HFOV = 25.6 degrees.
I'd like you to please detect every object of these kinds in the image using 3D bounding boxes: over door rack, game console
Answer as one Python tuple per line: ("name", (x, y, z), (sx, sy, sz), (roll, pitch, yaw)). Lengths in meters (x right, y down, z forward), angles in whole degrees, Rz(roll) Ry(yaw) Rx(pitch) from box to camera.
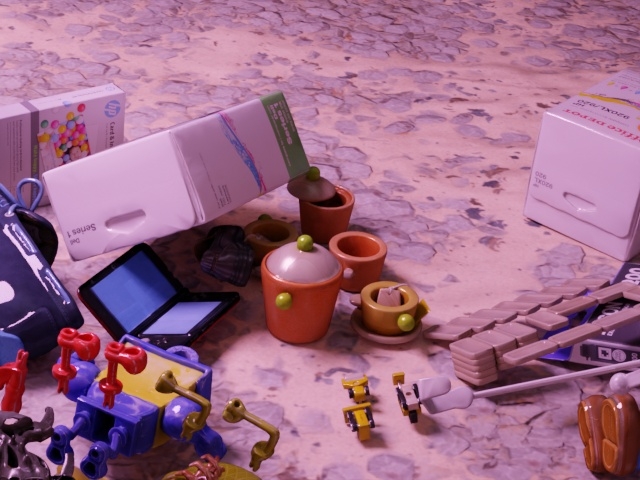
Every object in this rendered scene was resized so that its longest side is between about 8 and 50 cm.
("over door rack", (0.260, 0.226, 1.282), (0.324, 0.108, 0.240), (-8, 66, -2))
("game console", (-0.182, 0.063, 1.608), (0.124, 0.085, 0.144), (-3, 23, 30))

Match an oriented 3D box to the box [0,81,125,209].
("box", (-0.347, -0.121, 1.856), (0.186, 0.145, 0.038), (-18, 39, -36))

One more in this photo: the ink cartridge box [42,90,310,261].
("ink cartridge box", (-0.171, -0.082, 1.722), (0.201, 0.117, 0.278), (-16, 7, 29))

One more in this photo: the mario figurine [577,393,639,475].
("mario figurine", (0.434, 0.164, 1.460), (0.320, 0.170, 0.198), (-2, 28, -9))

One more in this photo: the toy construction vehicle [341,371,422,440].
("toy construction vehicle", (0.064, 0.177, 1.515), (0.085, 0.035, 0.098), (-12, 29, -8))

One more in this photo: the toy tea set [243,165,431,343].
("toy tea set", (0.000, 0.000, 1.719), (0.200, 0.124, 0.336), (-5, 31, -17))

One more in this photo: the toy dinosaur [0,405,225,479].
("toy dinosaur", (-0.240, 0.268, 1.193), (0.322, 0.164, 0.218), (-8, 41, -31))

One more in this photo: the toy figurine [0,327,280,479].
("toy figurine", (-0.155, 0.146, 1.381), (0.362, 0.191, 0.217), (18, 26, 18))

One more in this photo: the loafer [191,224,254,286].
("loafer", (-0.125, 0.010, 1.710), (0.061, 0.062, 0.170), (15, 5, -16))

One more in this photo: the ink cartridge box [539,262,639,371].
("ink cartridge box", (0.377, 0.091, 1.670), (0.208, 0.045, 0.206), (6, 26, 27))

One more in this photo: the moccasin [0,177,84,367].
("moccasin", (-0.355, 0.020, 1.635), (0.116, 0.138, 0.342), (-19, 48, -13))

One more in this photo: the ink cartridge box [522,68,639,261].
("ink cartridge box", (0.420, -0.109, 1.941), (0.171, 0.168, 0.232), (26, 36, 31))

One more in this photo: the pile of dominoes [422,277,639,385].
("pile of dominoes", (0.266, 0.103, 1.624), (0.251, 0.040, 0.196), (-17, 13, -21))
